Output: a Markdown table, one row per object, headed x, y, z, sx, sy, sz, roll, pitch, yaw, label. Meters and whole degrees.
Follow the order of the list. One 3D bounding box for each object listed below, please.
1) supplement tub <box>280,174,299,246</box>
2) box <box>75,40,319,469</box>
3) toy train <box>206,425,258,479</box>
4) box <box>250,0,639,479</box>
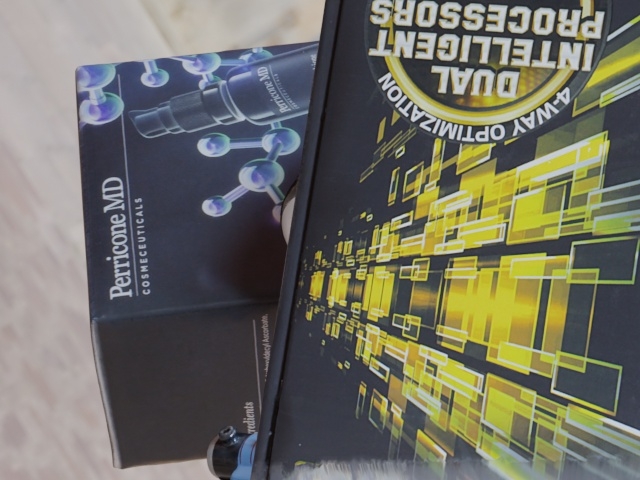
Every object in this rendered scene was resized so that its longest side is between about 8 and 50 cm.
| x | y | z | sx | sy | sz | roll | pitch | yaw | label |
| --- | --- | --- | --- | --- | --- | --- | --- | --- | --- |
| 0.058 | -0.057 | 1.426 | 0.117 | 0.117 | 0.190 | 56 | 46 | -28 | supplement tub |
| 0.000 | 0.000 | 1.673 | 0.212 | 0.395 | 0.294 | 87 | -6 | -49 | box |
| -0.009 | 0.184 | 1.451 | 0.184 | 0.080 | 0.105 | 2 | -52 | 41 | toy train |
| 0.180 | 0.022 | 0.748 | 0.097 | 0.394 | 0.318 | 15 | 83 | -68 | box |
